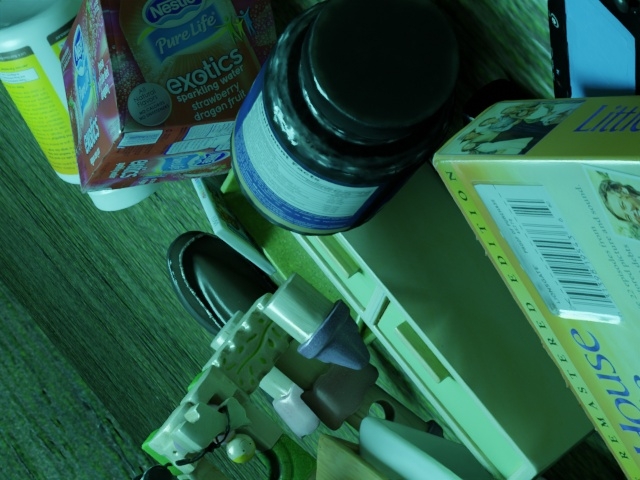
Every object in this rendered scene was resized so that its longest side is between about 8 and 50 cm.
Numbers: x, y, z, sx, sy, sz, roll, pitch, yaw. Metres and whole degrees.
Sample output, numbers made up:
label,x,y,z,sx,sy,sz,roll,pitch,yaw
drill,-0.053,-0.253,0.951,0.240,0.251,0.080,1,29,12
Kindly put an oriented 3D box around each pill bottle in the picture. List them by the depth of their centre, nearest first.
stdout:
label,x,y,z,sx,sy,sz,roll,pitch,yaw
pill bottle,0.017,-0.085,1.265,0.123,0.123,0.219,52,162,4
pill bottle,-0.225,-0.136,1.858,0.117,0.117,0.215,28,150,56

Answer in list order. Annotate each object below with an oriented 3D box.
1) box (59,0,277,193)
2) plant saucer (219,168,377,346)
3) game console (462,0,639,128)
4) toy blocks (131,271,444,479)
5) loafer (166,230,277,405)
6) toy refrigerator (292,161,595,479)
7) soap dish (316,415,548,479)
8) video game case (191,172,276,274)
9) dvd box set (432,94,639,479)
label,x,y,z,sx,sy,sz,roll,pitch,yaw
box,-0.118,-0.121,1.506,0.257,0.128,0.122,147,114,-75
plant saucer,0.000,0.000,1.637,0.188,0.045,0.188,53,164,4
game console,0.154,-0.055,1.090,0.213,0.044,0.361,43,161,31
toy blocks,-0.019,0.217,1.608,0.260,0.288,0.309,40,160,-4
loafer,-0.062,0.073,1.935,0.220,0.080,0.078,48,154,0
toy refrigerator,0.087,0.049,1.405,0.269,0.094,0.102,51,164,10
soap dish,0.147,0.253,1.463,0.229,0.118,0.291,23,-174,-40
video game case,-0.083,-0.031,1.751,0.087,0.011,0.122,39,-162,-46
dvd box set,0.256,0.066,0.926,0.307,0.062,0.420,57,158,-18
